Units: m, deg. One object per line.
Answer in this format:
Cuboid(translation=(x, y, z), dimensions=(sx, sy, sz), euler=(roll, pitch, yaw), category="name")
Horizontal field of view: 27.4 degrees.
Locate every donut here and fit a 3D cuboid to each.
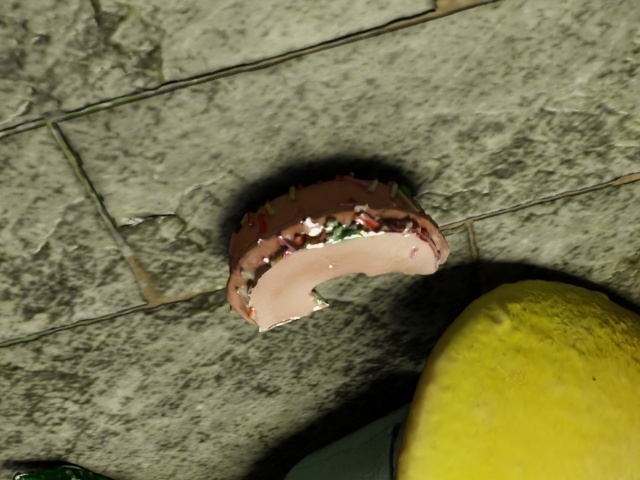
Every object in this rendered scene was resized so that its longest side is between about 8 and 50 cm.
Cuboid(translation=(0.000, 0.000, 0.924), dimensions=(0.166, 0.065, 0.117), euler=(-20, 149, 7), category="donut")

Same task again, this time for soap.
Cuboid(translation=(0.216, 0.196, 1.137), dimensions=(0.115, 0.306, 0.427), euler=(14, 178, 45), category="soap")

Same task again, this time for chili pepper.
Cuboid(translation=(-0.208, 0.254, 1.250), dimensions=(0.088, 0.059, 0.227), euler=(-26, 144, 28), category="chili pepper")

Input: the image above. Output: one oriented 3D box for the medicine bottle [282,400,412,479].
Cuboid(translation=(0.045, 0.308, 1.262), dimensions=(0.290, 0.245, 0.245), euler=(-30, 145, 34), category="medicine bottle")
